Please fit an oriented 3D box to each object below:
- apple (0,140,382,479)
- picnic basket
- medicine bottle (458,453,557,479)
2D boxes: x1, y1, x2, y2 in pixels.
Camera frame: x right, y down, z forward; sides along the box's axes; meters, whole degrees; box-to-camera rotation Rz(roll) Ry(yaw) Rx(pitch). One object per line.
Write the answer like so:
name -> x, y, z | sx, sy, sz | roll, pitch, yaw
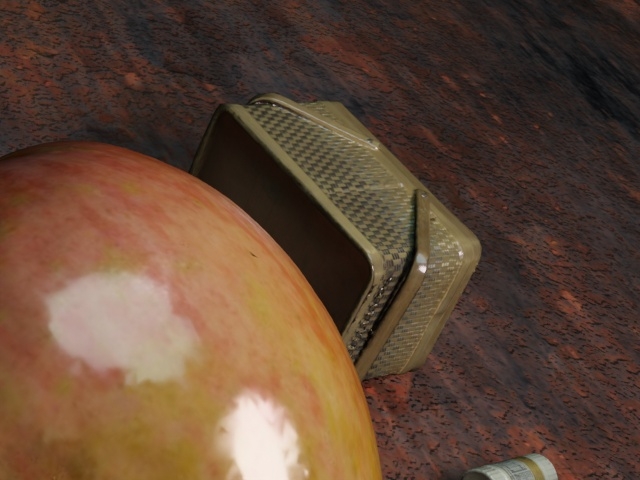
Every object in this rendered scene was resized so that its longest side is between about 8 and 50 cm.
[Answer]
apple -> -0.134, 0.135, 0.857 | 0.364, 0.364, 0.364 | 21, 29, -12
picnic basket -> 0.000, 0.000, 1.387 | 0.139, 0.165, 0.267 | -6, 42, -43
medicine bottle -> 0.158, 0.208, 1.304 | 0.083, 0.047, 0.047 | -6, 42, -46
